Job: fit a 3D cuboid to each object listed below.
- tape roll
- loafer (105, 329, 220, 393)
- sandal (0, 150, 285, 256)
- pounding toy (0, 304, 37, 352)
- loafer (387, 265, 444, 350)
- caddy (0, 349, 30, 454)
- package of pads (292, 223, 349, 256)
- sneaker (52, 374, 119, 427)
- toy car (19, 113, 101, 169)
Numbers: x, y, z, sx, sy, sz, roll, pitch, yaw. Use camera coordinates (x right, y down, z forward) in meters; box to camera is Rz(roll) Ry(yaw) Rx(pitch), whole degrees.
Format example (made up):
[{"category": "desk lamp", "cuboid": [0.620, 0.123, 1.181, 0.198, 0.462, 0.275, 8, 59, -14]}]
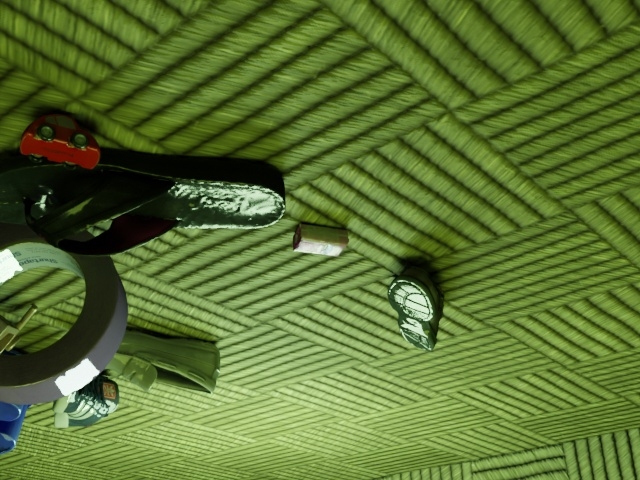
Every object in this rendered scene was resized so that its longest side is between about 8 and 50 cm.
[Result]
[{"category": "tape roll", "cuboid": [-0.436, 0.102, 1.215, 0.274, 0.275, 0.090, 0, 152, -1]}, {"category": "loafer", "cuboid": [-0.364, 0.256, 1.674, 0.319, 0.112, 0.112, 9, 150, -18]}, {"category": "sandal", "cuboid": [-0.272, -0.044, 1.124, 0.445, 0.107, 0.168, 0, 152, -1]}, {"category": "pounding toy", "cuboid": [-0.628, 0.167, 1.509, 0.094, 0.181, 0.206, 38, 165, -2]}, {"category": "loafer", "cuboid": [0.184, 0.110, 1.476, 0.096, 0.084, 0.268, 24, 155, 22]}, {"category": "caddy", "cuboid": [-0.783, 0.328, 1.738, 0.341, 0.179, 0.241, 10, 128, -18]}, {"category": "package of pads", "cuboid": [0.000, 0.000, 1.293, 0.083, 0.032, 0.050, 8, 148, -16]}, {"category": "sneaker", "cuboid": [-0.532, 0.340, 1.831, 0.148, 0.131, 0.350, 0, 158, -16]}, {"category": "toy car", "cuboid": [-0.406, -0.158, 0.969, 0.238, 0.053, 0.225, -4, 151, 5]}]
